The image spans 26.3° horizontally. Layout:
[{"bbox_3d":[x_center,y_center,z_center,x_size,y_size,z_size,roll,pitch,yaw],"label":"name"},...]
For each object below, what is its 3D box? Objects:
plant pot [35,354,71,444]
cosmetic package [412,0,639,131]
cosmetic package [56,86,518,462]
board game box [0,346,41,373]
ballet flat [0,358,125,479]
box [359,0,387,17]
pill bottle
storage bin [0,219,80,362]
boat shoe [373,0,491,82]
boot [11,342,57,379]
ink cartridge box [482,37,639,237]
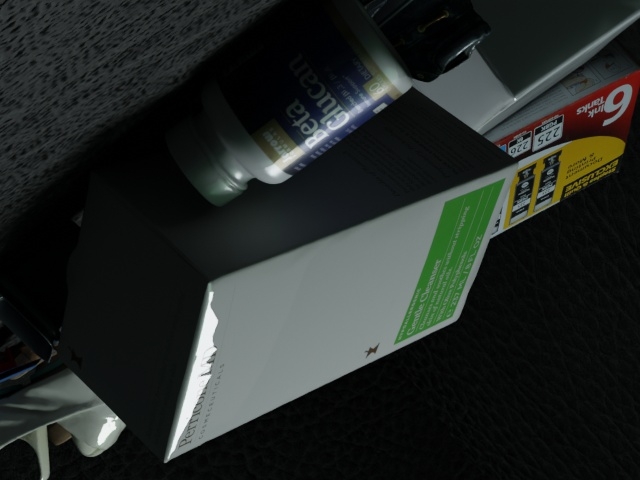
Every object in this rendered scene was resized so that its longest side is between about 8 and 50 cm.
[{"bbox_3d":[-0.309,0.159,1.870,0.237,0.110,0.237,-40,-174,5],"label":"plant pot"},{"bbox_3d":[0.202,-0.219,1.410,0.224,0.138,0.224,-35,179,-19],"label":"cosmetic package"},{"bbox_3d":[-0.024,0.012,1.159,0.365,0.155,0.197,-23,141,-41],"label":"cosmetic package"},{"bbox_3d":[-0.395,0.152,1.586,0.133,0.033,0.168,-21,176,-18],"label":"board game box"},{"bbox_3d":[-0.311,0.204,1.559,0.400,0.139,0.139,-24,180,11],"label":"ballet flat"},{"bbox_3d":[0.020,-0.176,1.073,0.067,0.018,0.083,-35,178,-25],"label":"box"},{"bbox_3d":[-0.026,-0.100,0.989,0.169,0.094,0.094,-36,178,10],"label":"pill bottle"},{"bbox_3d":[-0.226,0.044,1.183,0.091,0.098,0.135,-46,-179,-17],"label":"storage bin"},{"bbox_3d":[0.069,-0.165,1.210,0.065,0.083,0.183,-34,177,-42],"label":"boat shoe"},{"bbox_3d":[-0.364,0.137,1.778,0.118,0.042,0.087,-34,-176,-13],"label":"boot"},{"bbox_3d":[0.210,-0.099,1.648,0.309,0.130,0.272,-27,150,-14],"label":"ink cartridge box"}]
